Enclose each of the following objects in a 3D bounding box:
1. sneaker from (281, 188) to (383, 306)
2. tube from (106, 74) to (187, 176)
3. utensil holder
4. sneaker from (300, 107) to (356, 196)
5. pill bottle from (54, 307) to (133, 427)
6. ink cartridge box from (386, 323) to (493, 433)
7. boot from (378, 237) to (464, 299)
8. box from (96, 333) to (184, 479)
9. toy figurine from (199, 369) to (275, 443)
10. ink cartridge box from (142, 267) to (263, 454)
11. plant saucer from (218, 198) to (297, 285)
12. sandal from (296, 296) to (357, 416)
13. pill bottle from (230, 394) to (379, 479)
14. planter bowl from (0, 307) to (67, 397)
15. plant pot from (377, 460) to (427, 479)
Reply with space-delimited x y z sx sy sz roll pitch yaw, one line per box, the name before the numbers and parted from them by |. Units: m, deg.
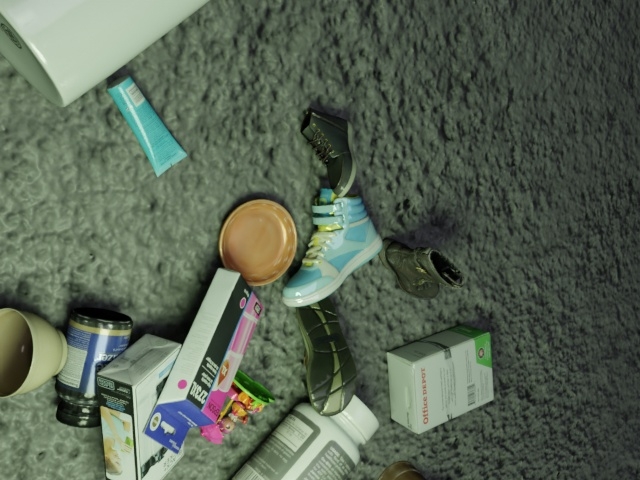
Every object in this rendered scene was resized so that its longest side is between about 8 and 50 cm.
sneaker | 0.000 0.000 1.622 0.319 0.127 0.208 -39 119 -35
tube | -0.354 -0.234 1.398 0.080 0.052 0.207 -39 122 -17
utensil holder | -0.388 -0.461 1.170 0.385 0.327 0.327 -45 119 -17
sneaker | 0.011 -0.202 1.588 0.118 0.083 0.222 17 50 -26
pill bottle | -0.455 0.251 1.367 0.123 0.123 0.219 11 92 -34
ink cartridge box | 0.334 0.377 1.908 0.289 0.121 0.211 -13 105 -31
boot | 0.280 0.091 1.758 0.263 0.229 0.091 41 76 -31
box | -0.357 0.358 1.391 0.169 0.087 0.290 -43 141 -60
toy figurine | -0.206 0.395 1.584 0.159 0.130 0.173 -50 146 -1
ink cartridge box | -0.236 0.258 1.446 0.176 0.069 0.371 67 41 -57
plant saucer | -0.147 0.003 1.579 0.200 0.037 0.200 -6 100 -33
sandal | 0.010 0.269 1.645 0.120 0.086 0.303 -3 64 -15
pill bottle | -0.036 0.522 1.641 0.361 0.204 0.204 -45 119 -18
planter bowl | -0.549 0.209 1.292 0.109 0.162 0.162 14 91 -60
plant pot | 0.258 0.721 1.893 0.167 0.165 0.167 -7 102 -32
